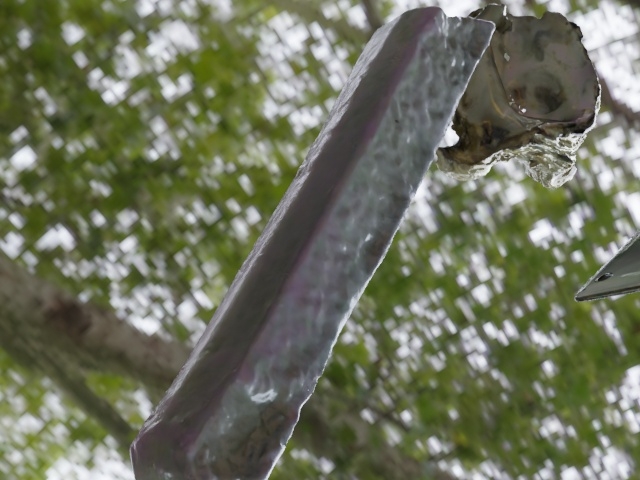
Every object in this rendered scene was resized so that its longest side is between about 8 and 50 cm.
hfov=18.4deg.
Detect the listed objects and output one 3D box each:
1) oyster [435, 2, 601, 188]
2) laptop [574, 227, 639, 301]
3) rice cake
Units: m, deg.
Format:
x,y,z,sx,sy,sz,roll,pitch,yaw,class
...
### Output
x,y,z,sx,sy,sz,roll,pitch,yaw,class
0.150,-0.111,1.632,0.191,0.081,0.163,-29,-105,-38,oyster
0.310,-0.025,1.420,0.187,0.015,0.269,-13,-165,35,laptop
0.000,0.000,1.084,0.072,0.056,0.365,-15,-142,50,rice cake
